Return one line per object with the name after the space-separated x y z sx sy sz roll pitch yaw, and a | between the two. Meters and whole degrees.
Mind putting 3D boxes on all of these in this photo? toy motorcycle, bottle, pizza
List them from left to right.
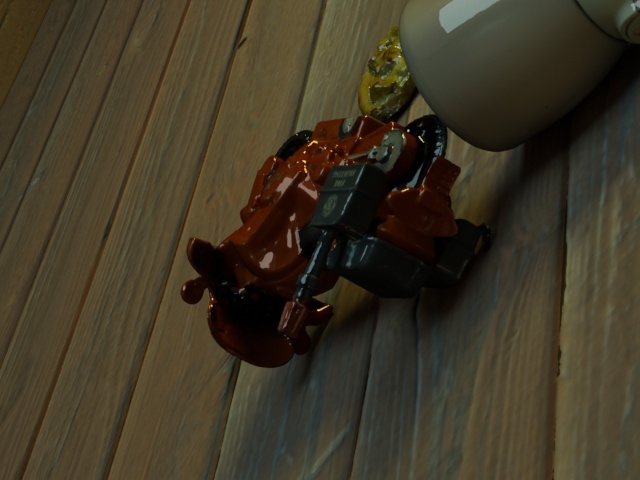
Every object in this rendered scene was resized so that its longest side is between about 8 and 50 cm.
0.000 0.000 1.564 0.326 0.148 0.221 -2 64 63 | toy motorcycle
0.074 -0.175 1.871 0.099 0.036 0.160 -43 21 30 | pizza
0.190 -0.182 1.445 0.236 0.147 0.147 -32 27 32 | bottle
